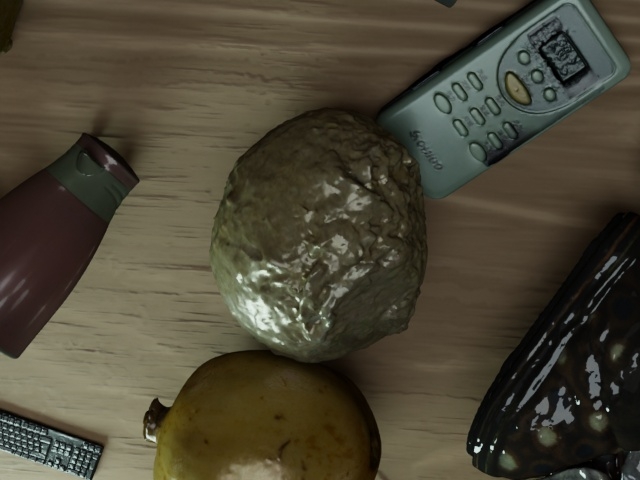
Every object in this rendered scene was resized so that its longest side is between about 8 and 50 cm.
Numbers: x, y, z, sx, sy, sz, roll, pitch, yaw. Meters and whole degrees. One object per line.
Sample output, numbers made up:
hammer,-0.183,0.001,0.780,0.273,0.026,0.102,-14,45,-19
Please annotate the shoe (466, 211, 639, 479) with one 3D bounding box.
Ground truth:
shoe,0.357,0.173,1.552,0.237,0.171,0.384,37,109,16

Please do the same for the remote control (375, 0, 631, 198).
remote control,0.208,-0.173,1.509,0.296,0.056,0.140,-34,105,15

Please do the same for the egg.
egg,0.000,0.000,1.488,0.279,0.279,0.310,8,128,0

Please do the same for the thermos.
thermos,-0.328,-0.003,1.530,0.146,0.176,0.265,39,83,10

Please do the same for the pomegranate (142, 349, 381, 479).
pomegranate,-0.063,0.265,1.593,0.307,0.307,0.307,1,113,3

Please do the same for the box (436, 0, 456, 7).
box,0.141,-0.325,1.438,0.069,0.084,0.122,27,113,-18

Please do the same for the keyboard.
keyboard,-0.402,0.273,1.758,0.204,0.013,0.061,21,113,-5

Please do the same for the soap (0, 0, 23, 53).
soap,-0.504,-0.286,1.430,0.315,0.199,0.091,17,109,-3

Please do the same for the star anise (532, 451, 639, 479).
star anise,0.386,0.354,1.678,0.315,0.139,0.359,12,113,5
